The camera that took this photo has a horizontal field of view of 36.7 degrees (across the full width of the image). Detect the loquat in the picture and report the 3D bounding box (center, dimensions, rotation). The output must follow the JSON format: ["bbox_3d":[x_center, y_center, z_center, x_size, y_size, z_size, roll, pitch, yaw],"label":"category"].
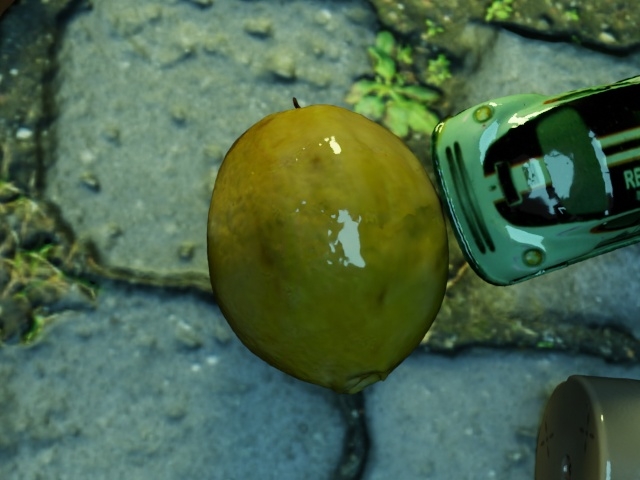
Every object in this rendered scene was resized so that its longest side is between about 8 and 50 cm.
[{"bbox_3d":[0.000,0.000,0.727,0.176,0.187,0.234,2,70,-40],"label":"loquat"}]

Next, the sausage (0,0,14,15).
[{"bbox_3d":[-0.268,-0.221,0.783,0.065,0.065,0.169,40,78,0],"label":"sausage"}]

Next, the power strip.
[{"bbox_3d":[0.225,0.183,0.743,0.078,0.154,0.154,6,81,-6],"label":"power strip"}]

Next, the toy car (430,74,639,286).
[{"bbox_3d":[0.227,-0.062,0.754,0.306,0.125,0.136,-14,83,-34],"label":"toy car"}]
